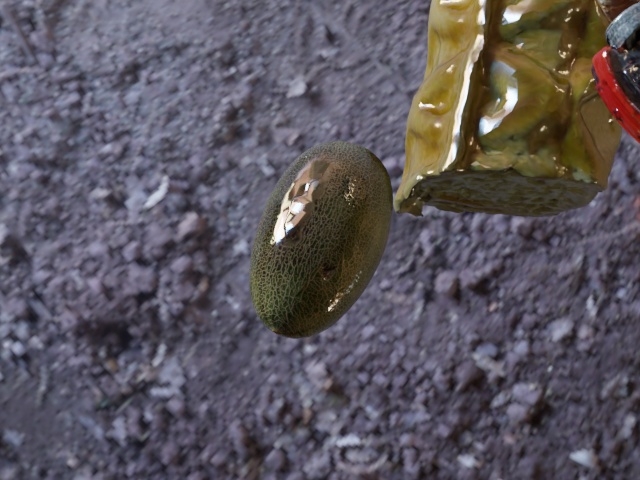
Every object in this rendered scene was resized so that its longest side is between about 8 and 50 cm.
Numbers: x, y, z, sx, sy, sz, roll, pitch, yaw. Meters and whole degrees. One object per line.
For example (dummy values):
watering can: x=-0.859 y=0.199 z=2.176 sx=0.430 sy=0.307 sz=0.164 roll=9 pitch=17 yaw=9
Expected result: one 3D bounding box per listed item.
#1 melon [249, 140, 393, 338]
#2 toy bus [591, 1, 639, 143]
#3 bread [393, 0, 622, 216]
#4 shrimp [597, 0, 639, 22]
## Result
melon: x=0.000 y=0.000 z=0.998 sx=0.099 sy=0.162 sz=0.099 roll=19 pitch=162 yaw=6
toy bus: x=0.241 y=-0.107 z=0.750 sx=0.081 sy=0.195 sz=0.089 roll=55 pitch=162 yaw=18
bread: x=0.197 y=-0.149 z=1.296 sx=0.238 sy=0.196 sz=0.252 roll=3 pitch=74 yaw=13
shrimp: x=0.183 y=-0.191 z=0.792 sx=0.091 sy=0.184 sz=0.043 roll=-51 pitch=41 yaw=7
